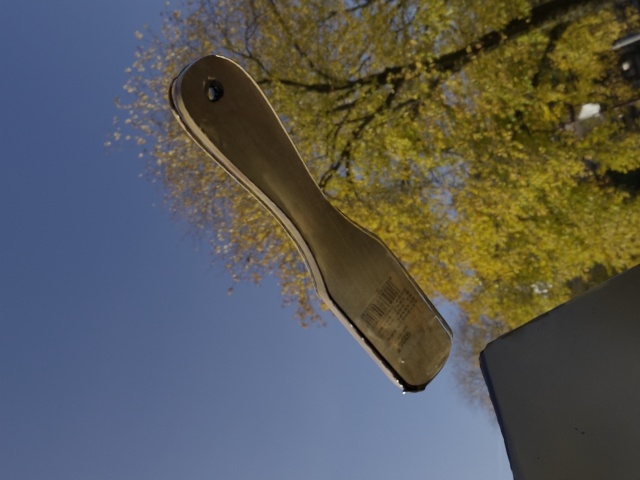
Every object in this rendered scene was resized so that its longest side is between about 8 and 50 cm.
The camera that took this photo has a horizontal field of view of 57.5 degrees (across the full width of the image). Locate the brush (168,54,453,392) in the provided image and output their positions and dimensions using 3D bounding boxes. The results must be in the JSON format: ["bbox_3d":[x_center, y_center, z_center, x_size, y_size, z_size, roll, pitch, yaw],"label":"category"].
[{"bbox_3d":[0.000,0.000,0.455,0.070,0.065,0.327,-46,-60,-13],"label":"brush"}]

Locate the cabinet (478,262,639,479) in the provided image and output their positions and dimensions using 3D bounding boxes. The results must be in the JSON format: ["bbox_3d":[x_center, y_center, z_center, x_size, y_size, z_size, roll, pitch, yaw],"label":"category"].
[{"bbox_3d":[0.310,0.136,0.286,0.318,0.290,0.227,27,-140,-33],"label":"cabinet"}]
